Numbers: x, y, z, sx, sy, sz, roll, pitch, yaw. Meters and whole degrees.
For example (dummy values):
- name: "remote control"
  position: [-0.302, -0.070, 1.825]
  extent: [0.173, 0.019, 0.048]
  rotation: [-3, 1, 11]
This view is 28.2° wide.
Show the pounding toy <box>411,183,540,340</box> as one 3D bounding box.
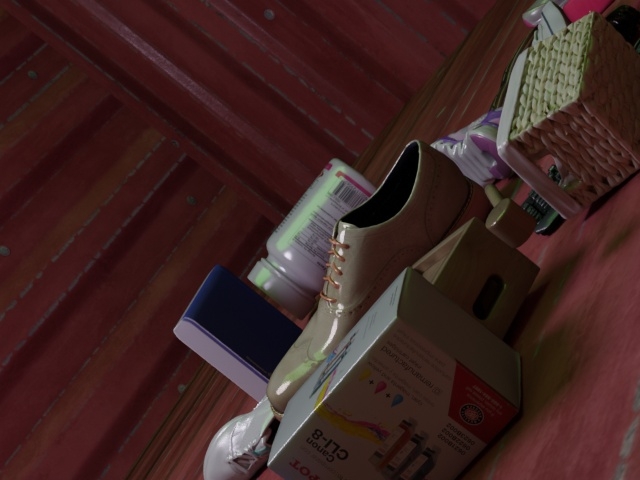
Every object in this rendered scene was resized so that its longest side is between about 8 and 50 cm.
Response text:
- name: "pounding toy"
  position: [0.152, 0.038, 1.177]
  extent: [0.181, 0.094, 0.206]
  rotation: [-56, 7, -32]

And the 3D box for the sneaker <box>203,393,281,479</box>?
- name: "sneaker"
  position: [-0.087, 0.278, 1.759]
  extent: [0.212, 0.080, 0.094]
  rotation: [-49, 17, 10]

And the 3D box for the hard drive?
- name: "hard drive"
  position: [-0.126, 0.156, 2.138]
  extent: [0.040, 0.210, 0.319]
  rotation: [-50, 5, 14]

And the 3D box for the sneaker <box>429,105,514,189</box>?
- name: "sneaker"
  position: [0.232, -0.133, 1.748]
  extent: [0.104, 0.095, 0.236]
  rotation: [-46, 8, -15]

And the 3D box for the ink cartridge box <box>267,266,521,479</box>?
- name: "ink cartridge box"
  position: [0.062, 0.140, 1.065]
  extent: [0.176, 0.128, 0.127]
  rotation: [-51, 5, 19]

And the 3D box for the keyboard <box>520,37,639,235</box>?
- name: "keyboard"
  position: [0.318, -0.144, 1.361]
  extent: [0.317, 0.033, 0.201]
  rotation: [-50, 5, 8]

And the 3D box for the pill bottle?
- name: "pill bottle"
  position: [0.000, 0.000, 2.403]
  extent: [0.283, 0.160, 0.160]
  rotation: [-51, 5, -1]

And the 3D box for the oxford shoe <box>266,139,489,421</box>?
- name: "oxford shoe"
  position: [0.042, 0.048, 1.609]
  extent: [0.397, 0.146, 0.140]
  rotation: [-54, 31, -10]

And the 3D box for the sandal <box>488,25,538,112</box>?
- name: "sandal"
  position: [0.322, -0.261, 2.070]
  extent: [0.072, 0.049, 0.180]
  rotation: [126, 167, -78]

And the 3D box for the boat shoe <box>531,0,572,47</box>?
- name: "boat shoe"
  position: [0.326, -0.267, 1.773]
  extent: [0.084, 0.095, 0.258]
  rotation: [-45, 6, 19]

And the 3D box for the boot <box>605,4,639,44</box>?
- name: "boot"
  position: [0.355, -0.249, 1.548]
  extent: [0.137, 0.077, 0.198]
  rotation: [-47, 5, -10]

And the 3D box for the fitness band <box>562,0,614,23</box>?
- name: "fitness band"
  position: [0.420, -0.368, 1.640]
  extent: [0.291, 0.054, 0.209]
  rotation: [-42, 0, -44]

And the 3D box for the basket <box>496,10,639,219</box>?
- name: "basket"
  position: [0.252, -0.125, 1.232]
  extent: [0.103, 0.113, 0.167]
  rotation: [-32, 25, 40]

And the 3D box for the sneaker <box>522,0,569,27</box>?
- name: "sneaker"
  position: [0.436, -0.494, 2.282]
  extent: [0.252, 0.111, 0.103]
  rotation: [-52, 5, 1]
